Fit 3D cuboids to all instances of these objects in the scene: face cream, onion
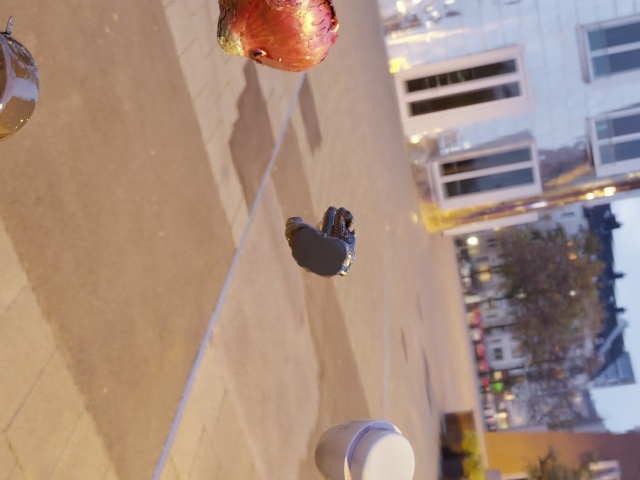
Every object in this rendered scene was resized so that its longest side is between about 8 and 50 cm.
[{"bbox_3d":[0.046,0.237,0.924,0.091,0.095,0.091,2,86,-38],"label":"face cream"},{"bbox_3d":[-0.065,-0.286,1.068,0.147,0.184,0.184,-42,136,-25],"label":"onion"}]

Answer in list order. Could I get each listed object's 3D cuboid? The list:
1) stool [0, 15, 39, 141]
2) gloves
[{"bbox_3d":[-0.390,-0.147,0.922,0.217,0.125,0.121,-64,168,7],"label":"stool"},{"bbox_3d":[0.002,0.002,1.540,0.181,0.129,0.106,-56,137,-78],"label":"gloves"}]
